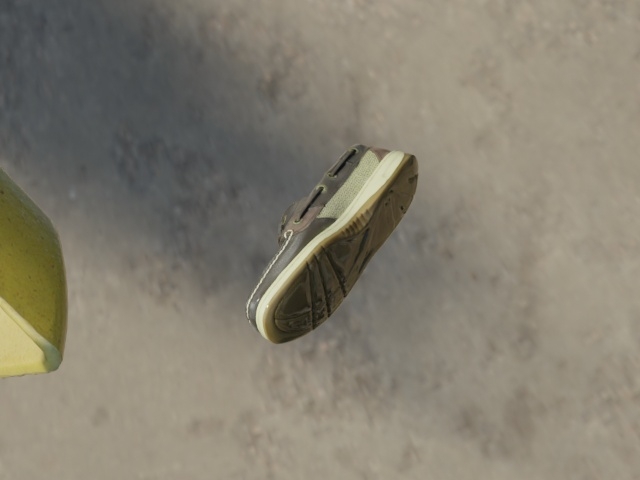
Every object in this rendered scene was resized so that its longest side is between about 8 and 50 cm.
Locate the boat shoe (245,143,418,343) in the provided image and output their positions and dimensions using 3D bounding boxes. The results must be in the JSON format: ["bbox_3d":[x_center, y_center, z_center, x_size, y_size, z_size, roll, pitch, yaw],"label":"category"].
[{"bbox_3d":[0.000,0.000,1.106,0.152,0.049,0.056,-46,143,-36],"label":"boat shoe"}]

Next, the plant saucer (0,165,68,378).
[{"bbox_3d":[-0.313,-0.049,1.270,0.333,0.333,0.081,49,65,-15],"label":"plant saucer"}]
